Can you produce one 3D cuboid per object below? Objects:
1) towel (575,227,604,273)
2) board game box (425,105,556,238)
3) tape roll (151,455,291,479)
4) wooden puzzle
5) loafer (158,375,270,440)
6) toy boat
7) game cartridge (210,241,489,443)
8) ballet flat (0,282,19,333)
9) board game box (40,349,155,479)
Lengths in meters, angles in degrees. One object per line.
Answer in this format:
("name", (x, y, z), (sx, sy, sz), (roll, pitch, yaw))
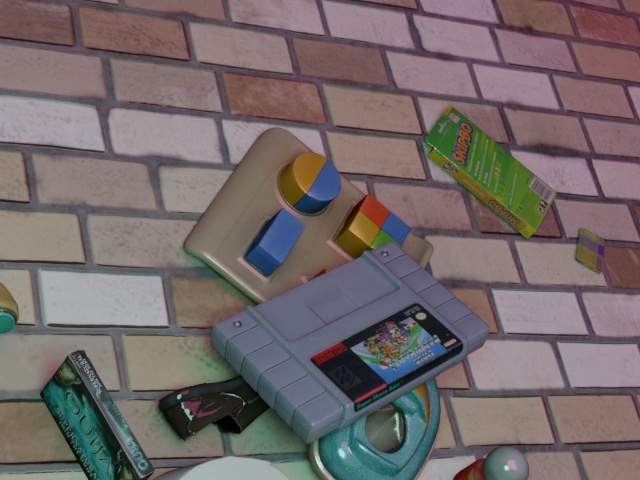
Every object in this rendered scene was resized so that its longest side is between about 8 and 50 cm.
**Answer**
("towel", (0.496, 0.018, 2.429), (0.060, 0.009, 0.083), (26, 49, -13))
("board game box", (0.304, -0.126, 2.392), (0.259, 0.039, 0.124), (41, 47, -5))
("tape roll", (-0.125, 0.417, 1.663), (0.286, 0.100, 0.286), (14, 66, -34))
("wooden puzzle", (0.000, 0.000, 2.086), (0.348, 0.080, 0.322), (36, 48, -6))
("loafer", (-0.122, 0.236, 1.862), (0.220, 0.080, 0.078), (-10, 75, -31))
("toy boat", (0.147, 0.284, 1.927), (0.318, 0.148, 0.267), (31, 57, -14))
("game cartridge", (0.050, 0.137, 1.898), (0.355, 0.068, 0.230), (-25, 49, -35))
("ballet flat", (-0.508, 0.101, 1.697), (0.232, 0.080, 0.073), (-8, 52, -24))
("board game box", (-0.291, 0.246, 1.707), (0.026, 0.126, 0.186), (-23, 73, -40))
